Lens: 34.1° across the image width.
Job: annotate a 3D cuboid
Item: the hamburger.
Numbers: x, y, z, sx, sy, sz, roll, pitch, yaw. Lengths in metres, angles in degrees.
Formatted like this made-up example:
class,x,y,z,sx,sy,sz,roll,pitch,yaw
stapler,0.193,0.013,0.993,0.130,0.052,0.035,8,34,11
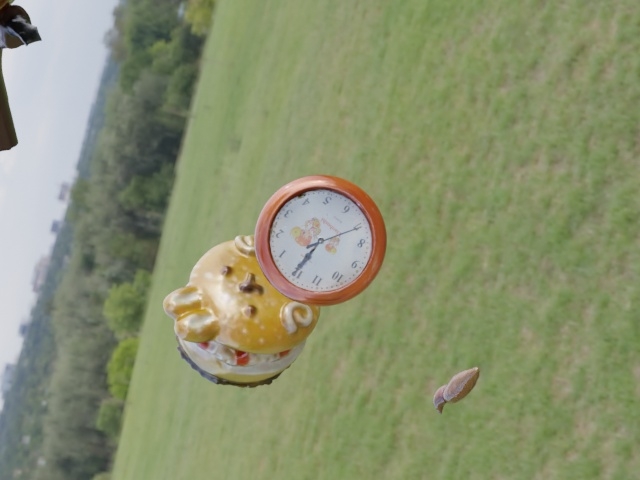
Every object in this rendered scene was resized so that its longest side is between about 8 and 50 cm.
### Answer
class,x,y,z,sx,sy,sz,roll,pitch,yaw
hamburger,-0.152,0.122,1.938,0.186,0.303,0.261,113,142,-53

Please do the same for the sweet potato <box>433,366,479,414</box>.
class,x,y,z,sx,sy,sz,roll,pitch,yaw
sweet potato,0.305,0.337,2.358,0.055,0.058,0.202,65,148,19

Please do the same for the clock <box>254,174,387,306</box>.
class,x,y,z,sx,sy,sz,roll,pitch,yaw
clock,0.000,0.000,1.615,0.051,0.205,0.205,67,-144,-87

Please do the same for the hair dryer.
class,x,y,z,sx,sy,sz,roll,pitch,yaw
hair dryer,-0.419,-0.234,1.341,0.340,0.123,0.312,25,134,50

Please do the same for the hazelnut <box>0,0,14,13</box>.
class,x,y,z,sx,sy,sz,roll,pitch,yaw
hazelnut,-0.431,-0.387,1.103,0.372,0.315,0.372,-15,60,27
